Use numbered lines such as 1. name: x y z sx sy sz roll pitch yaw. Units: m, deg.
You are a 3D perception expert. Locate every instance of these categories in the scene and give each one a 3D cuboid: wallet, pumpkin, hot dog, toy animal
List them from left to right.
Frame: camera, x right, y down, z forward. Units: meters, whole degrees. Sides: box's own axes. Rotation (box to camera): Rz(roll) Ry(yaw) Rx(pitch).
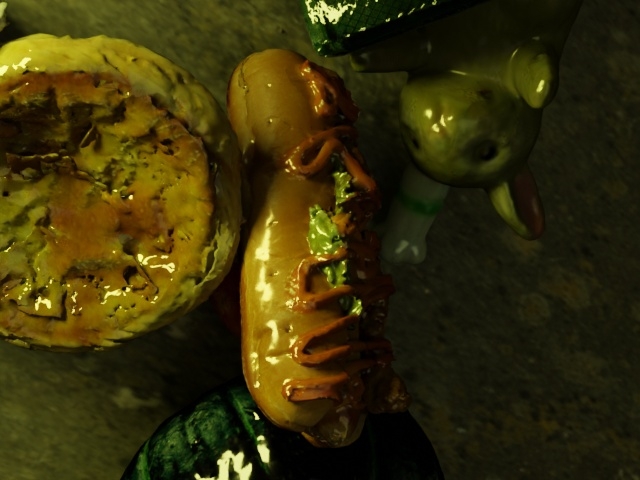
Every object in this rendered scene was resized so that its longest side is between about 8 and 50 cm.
1. pumpkin: -0.042 0.245 1.431 0.315 0.238 0.315 -13 131 -15
2. hot dog: 0.000 0.000 1.312 0.117 0.349 0.158 -16 150 20
3. wallet: 0.086 -0.258 1.301 0.236 0.160 0.055 -18 167 18
4. toy animal: 0.135 -0.134 1.405 0.180 0.181 0.363 -7 110 -66

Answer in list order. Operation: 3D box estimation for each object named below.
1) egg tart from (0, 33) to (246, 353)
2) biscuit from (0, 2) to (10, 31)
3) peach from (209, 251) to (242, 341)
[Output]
1. egg tart: -0.200 -0.041 1.263 0.290 0.115 0.290 -1 119 -2
2. biscuit: -0.343 -0.121 1.185 0.239 0.108 0.062 -39 108 -11
3. peach: -0.025 0.048 1.442 0.172 0.092 0.127 20 101 -36
